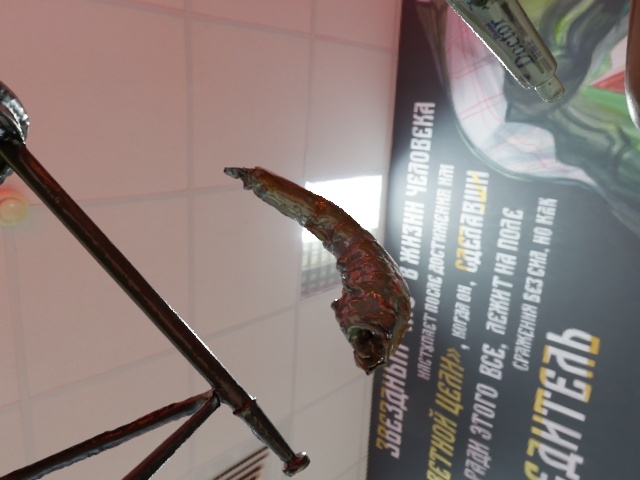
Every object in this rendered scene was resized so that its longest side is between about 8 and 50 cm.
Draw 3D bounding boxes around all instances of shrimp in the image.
[{"bbox_3d":[0.023,0.011,0.618,0.068,0.287,0.185,-42,-19,25],"label":"shrimp"}]

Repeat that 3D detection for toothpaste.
[{"bbox_3d":[0.207,-0.248,0.586,0.255,0.067,0.037,38,-139,-26],"label":"toothpaste"}]

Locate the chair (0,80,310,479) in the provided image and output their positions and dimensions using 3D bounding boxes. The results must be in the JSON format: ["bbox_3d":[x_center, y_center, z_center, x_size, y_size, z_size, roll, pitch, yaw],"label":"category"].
[{"bbox_3d":[-0.289,0.111,0.355,0.410,0.361,0.364,65,-166,2],"label":"chair"}]

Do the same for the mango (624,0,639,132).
[{"bbox_3d":[0.298,-0.176,0.373,0.151,0.120,0.221,-9,-69,-31],"label":"mango"}]
